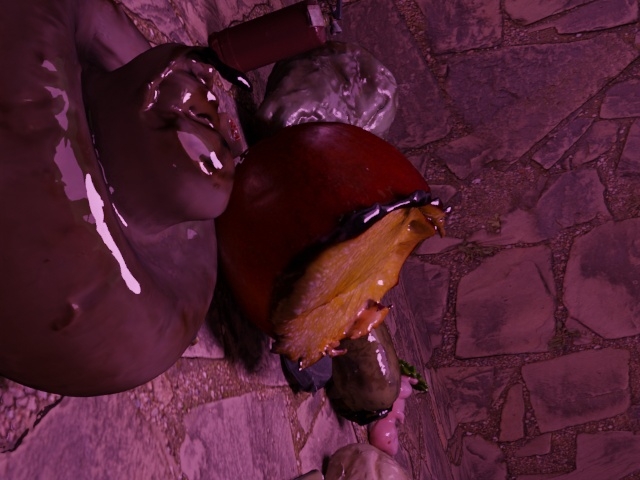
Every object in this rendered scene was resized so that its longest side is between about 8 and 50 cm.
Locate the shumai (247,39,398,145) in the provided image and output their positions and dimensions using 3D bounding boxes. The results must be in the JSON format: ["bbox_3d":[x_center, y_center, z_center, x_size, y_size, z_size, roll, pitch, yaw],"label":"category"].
[{"bbox_3d":[-0.006,-0.233,1.974,0.309,0.304,0.263,64,24,-15],"label":"shumai"}]

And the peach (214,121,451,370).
[{"bbox_3d":[0.000,0.000,1.512,0.416,0.353,0.339,-96,-151,-68],"label":"peach"}]

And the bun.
[{"bbox_3d":[0.104,0.469,1.734,0.244,0.153,0.243,-19,90,-83],"label":"bun"}]

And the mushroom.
[{"bbox_3d":[-0.179,-0.060,0.793,0.362,0.295,0.362,-18,90,-81],"label":"mushroom"}]

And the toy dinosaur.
[{"bbox_3d":[0.134,0.362,2.204,0.177,0.152,0.194,-42,110,-35],"label":"toy dinosaur"}]

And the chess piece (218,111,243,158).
[{"bbox_3d":[-0.165,-0.182,1.713,0.084,0.038,0.083,-19,90,-80],"label":"chess piece"}]

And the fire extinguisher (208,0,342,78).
[{"bbox_3d":[-0.076,-0.400,1.881,0.105,0.269,0.104,-18,90,-78],"label":"fire extinguisher"}]

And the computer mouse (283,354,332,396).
[{"bbox_3d":[-0.031,0.173,1.745,0.113,0.068,0.228,33,49,-45],"label":"computer mouse"}]

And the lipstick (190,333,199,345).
[{"bbox_3d":[-0.176,0.105,1.234,0.116,0.037,0.037,64,14,-55],"label":"lipstick"}]

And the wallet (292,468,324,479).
[{"bbox_3d":[-0.016,0.416,1.513,0.155,0.039,0.110,26,44,-75],"label":"wallet"}]

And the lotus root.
[{"bbox_3d":[0.063,0.205,1.948,0.309,0.173,0.173,66,11,4],"label":"lotus root"}]
